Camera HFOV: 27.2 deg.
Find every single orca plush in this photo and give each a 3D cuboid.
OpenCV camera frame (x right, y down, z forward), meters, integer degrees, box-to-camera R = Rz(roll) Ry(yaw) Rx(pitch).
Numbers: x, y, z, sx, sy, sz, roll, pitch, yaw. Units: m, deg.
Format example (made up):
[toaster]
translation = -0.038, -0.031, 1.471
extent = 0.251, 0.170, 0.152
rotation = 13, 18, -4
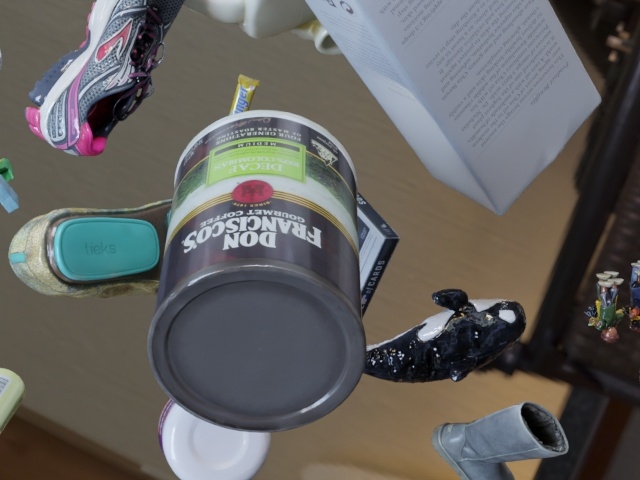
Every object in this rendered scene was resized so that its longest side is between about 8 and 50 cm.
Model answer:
[orca plush]
translation = 0.172, 0.156, 1.889
extent = 0.102, 0.287, 0.151
rotation = -122, 36, -58

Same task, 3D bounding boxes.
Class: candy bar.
[candy bar]
translation = -0.153, -0.228, 2.441
extent = 0.018, 0.040, 0.161
rotation = -99, 26, -66

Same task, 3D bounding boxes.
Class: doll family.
[doll family]
translation = 0.456, 0.099, 1.975
extent = 0.193, 0.076, 0.111
rotation = -12, -76, -36

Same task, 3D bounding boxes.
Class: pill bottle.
[pill bottle]
translation = -0.193, 0.339, 2.322
extent = 0.181, 0.181, 0.323
rotation = -64, 6, -9

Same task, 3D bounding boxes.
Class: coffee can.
[coffee can]
translation = -0.059, 0.024, 1.319
extent = 0.275, 0.201, 0.202
rotation = -91, 12, -54

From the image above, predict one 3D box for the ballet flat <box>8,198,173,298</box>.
[ballet flat]
translation = -0.203, 0.013, 1.512
extent = 0.348, 0.123, 0.123
rotation = 1, -65, -48

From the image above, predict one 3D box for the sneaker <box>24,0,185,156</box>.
[sneaker]
translation = -0.255, -0.239, 1.742
extent = 0.299, 0.112, 0.121
rotation = -57, -33, -5

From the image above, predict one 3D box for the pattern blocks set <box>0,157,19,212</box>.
[pattern blocks set]
translation = -0.534, -0.196, 1.890
extent = 0.026, 0.285, 0.325
rotation = -33, -54, 1

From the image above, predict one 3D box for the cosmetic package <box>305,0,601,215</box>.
[cosmetic package]
translation = 0.174, -0.267, 1.746
extent = 0.230, 0.161, 0.453
rotation = -48, -47, -8

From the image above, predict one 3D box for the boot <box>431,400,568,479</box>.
[boot]
translation = 0.287, 0.315, 1.958
extent = 0.208, 0.189, 0.076
rotation = -26, 34, 44

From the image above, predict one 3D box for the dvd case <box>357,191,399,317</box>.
[dvd case]
translation = 0.000, 0.000, 1.700
extent = 0.029, 0.239, 0.179
rotation = 0, -55, -37

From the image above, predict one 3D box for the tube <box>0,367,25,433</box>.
[tube]
translation = -0.438, 0.247, 1.642
extent = 0.070, 0.062, 0.240
rotation = -56, 7, 26

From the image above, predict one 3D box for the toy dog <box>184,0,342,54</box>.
[toy dog]
translation = -0.062, -0.488, 1.957
extent = 0.395, 0.408, 0.284
rotation = -20, -28, -5
